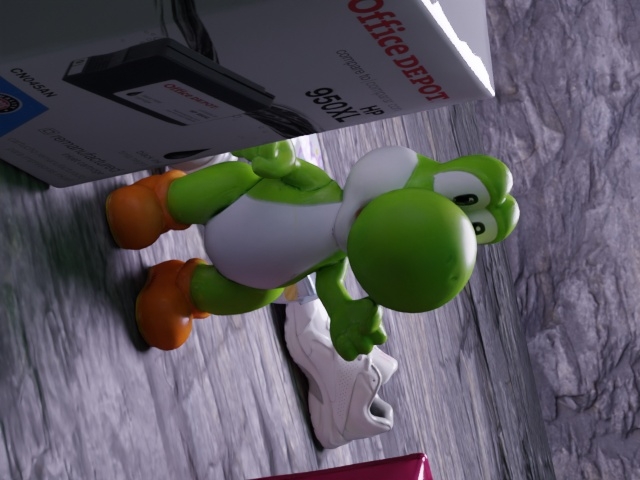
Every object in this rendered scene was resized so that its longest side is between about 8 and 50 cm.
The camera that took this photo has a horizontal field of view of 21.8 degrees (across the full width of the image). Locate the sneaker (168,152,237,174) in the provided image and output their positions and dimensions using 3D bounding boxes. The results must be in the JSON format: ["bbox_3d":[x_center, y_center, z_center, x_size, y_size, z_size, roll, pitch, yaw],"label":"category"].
[{"bbox_3d":[-0.130,-0.203,1.656,0.115,0.105,0.281,38,43,-61],"label":"sneaker"}]

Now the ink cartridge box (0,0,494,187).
[{"bbox_3d":[-0.093,-0.182,1.254,0.285,0.395,0.166,34,47,-67],"label":"ink cartridge box"}]

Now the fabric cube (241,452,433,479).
[{"bbox_3d":[-0.018,0.364,1.416,0.258,0.259,0.254,-64,139,-67],"label":"fabric cube"}]

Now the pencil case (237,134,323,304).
[{"bbox_3d":[-0.046,-0.067,1.787,0.124,0.113,0.273,34,-37,52],"label":"pencil case"}]

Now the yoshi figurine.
[{"bbox_3d":[-0.008,0.003,1.482,0.203,0.362,0.203,49,34,-60],"label":"yoshi figurine"}]

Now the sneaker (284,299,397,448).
[{"bbox_3d":[0.030,0.133,1.958,0.090,0.115,0.232,-69,145,-61],"label":"sneaker"}]
